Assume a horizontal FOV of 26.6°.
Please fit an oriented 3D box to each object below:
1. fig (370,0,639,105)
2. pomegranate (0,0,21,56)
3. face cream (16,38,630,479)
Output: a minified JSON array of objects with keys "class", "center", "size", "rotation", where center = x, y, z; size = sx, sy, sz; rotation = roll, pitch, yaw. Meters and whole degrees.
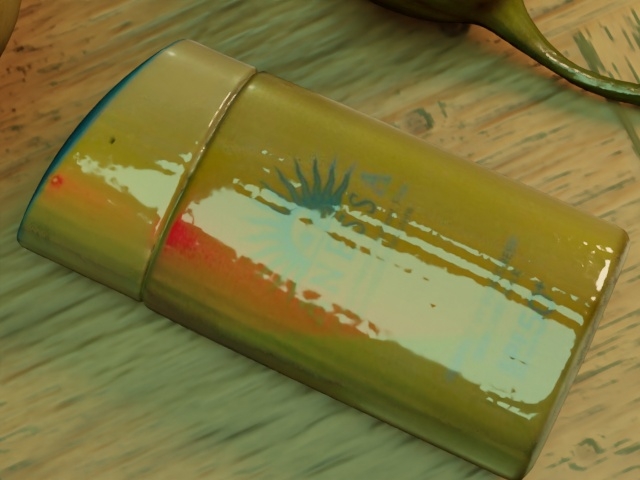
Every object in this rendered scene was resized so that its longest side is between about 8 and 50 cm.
[{"class":"fig","center":[0.092,-0.143,0.707],"size":[0.236,0.124,0.124],"rotation":[44,84,-13]},{"class":"pomegranate","center":[-0.281,-0.180,0.619],"size":[0.319,0.319,0.319],"rotation":[-1,78,4]},{"class":"face cream","center":[0.000,0.000,0.686],"size":[0.285,0.067,0.139],"rotation":[24,78,9]}]
